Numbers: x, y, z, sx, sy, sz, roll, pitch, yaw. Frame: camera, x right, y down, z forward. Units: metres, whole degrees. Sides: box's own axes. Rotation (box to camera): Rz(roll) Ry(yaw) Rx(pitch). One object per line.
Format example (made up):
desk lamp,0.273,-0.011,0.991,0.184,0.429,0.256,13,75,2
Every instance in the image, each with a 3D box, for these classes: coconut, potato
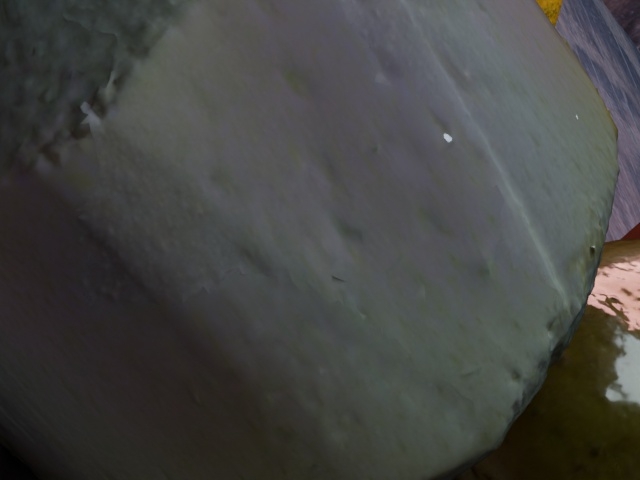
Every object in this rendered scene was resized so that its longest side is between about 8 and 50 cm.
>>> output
coconut,-0.048,-0.043,0.621,0.244,0.239,0.239,53,15,-22
potato,0.136,0.097,1.027,0.158,0.178,0.203,0,70,-52

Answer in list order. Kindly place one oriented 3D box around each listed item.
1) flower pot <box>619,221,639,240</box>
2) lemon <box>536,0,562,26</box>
flower pot,0.237,0.076,1.323,0.190,0.173,0.190,51,15,-20
lemon,0.123,-0.202,1.612,0.142,0.142,0.187,49,6,-21
